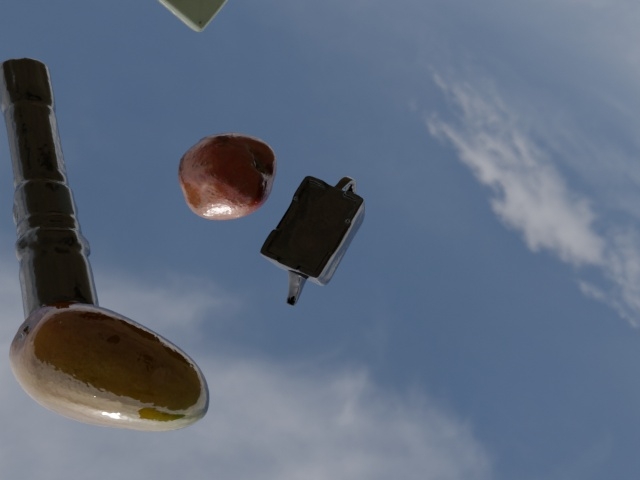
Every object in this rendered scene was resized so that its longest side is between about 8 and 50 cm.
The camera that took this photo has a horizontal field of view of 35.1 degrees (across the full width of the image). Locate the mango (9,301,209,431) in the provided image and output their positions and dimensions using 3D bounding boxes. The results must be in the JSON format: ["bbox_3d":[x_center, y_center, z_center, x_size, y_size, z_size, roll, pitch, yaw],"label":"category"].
[{"bbox_3d":[-0.227,0.141,1.097,0.221,0.151,0.120,17,-112,4],"label":"mango"}]

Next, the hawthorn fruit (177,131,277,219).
[{"bbox_3d":[-0.112,-0.081,1.260,0.128,0.128,0.128,19,-134,-21],"label":"hawthorn fruit"}]

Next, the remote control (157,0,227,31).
[{"bbox_3d":[-0.215,-0.389,1.307,0.038,0.123,0.285,41,-174,40],"label":"remote control"}]

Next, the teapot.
[{"bbox_3d":[0.000,0.000,1.270,0.087,0.096,0.177,23,-107,23],"label":"teapot"}]

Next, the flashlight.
[{"bbox_3d":[-0.379,-0.072,1.364,0.103,0.103,0.424,2,-123,-34],"label":"flashlight"}]
